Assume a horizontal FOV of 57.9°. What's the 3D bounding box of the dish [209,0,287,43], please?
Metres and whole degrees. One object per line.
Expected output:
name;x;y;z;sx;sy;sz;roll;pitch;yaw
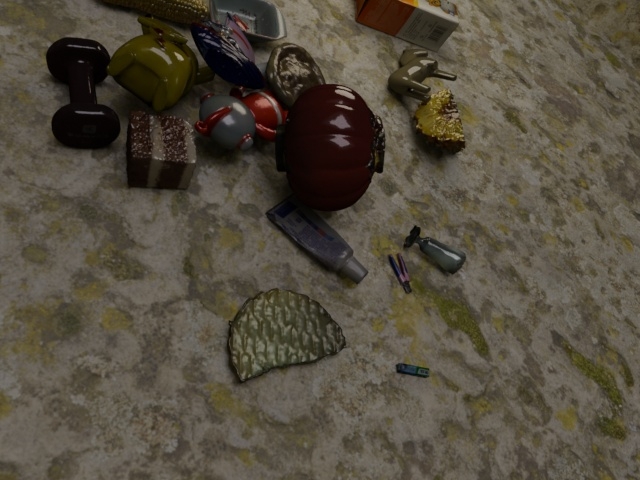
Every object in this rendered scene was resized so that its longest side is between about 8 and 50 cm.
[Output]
dish;-0.209;-0.621;1.647;0.234;0.064;0.154;5;60;-25

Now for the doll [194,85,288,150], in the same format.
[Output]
doll;-0.191;-0.297;1.418;0.200;0.105;0.336;50;34;5

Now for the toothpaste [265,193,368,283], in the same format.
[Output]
toothpaste;-0.001;0.000;1.403;0.282;0.068;0.099;41;21;11

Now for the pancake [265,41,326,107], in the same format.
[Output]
pancake;-0.059;-0.445;1.596;0.236;0.042;0.223;-31;97;-50

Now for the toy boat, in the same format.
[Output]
toy boat;-0.211;-0.476;1.464;0.219;0.072;0.318;49;25;-11

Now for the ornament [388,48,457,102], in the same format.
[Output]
ornament;0.309;-0.542;1.846;0.230;0.061;0.244;-39;50;-25

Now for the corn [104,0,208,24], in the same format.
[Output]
corn;-0.438;-0.638;1.513;0.291;0.101;0.101;11;58;-20

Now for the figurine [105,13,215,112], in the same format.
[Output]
figurine;-0.372;-0.411;1.338;0.218;0.169;0.327;41;11;-16

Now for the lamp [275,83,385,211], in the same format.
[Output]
lamp;0.023;-0.220;1.388;0.256;0.303;0.303;1;59;1

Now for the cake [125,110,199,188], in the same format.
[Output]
cake;-0.352;-0.196;1.278;0.147;0.134;0.135;1;64;-21

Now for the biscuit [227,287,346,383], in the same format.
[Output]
biscuit;-0.084;0.192;1.254;0.273;0.036;0.187;-7;66;-30

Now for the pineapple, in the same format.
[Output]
pineapple;0.362;-0.332;1.776;0.139;0.164;0.250;-13;58;9

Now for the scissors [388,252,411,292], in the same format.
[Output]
scissors;0.209;0.084;1.489;0.039;0.012;0.113;-6;66;-30

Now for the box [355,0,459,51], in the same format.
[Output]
box;0.286;-0.820;1.979;0.341;0.143;0.225;13;57;-23

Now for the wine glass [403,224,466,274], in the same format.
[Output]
wine glass;0.305;0.025;1.541;0.155;0.072;0.072;29;53;-10

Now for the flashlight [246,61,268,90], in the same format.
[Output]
flashlight;-0.153;-0.467;1.598;0.200;0.047;0.093;-19;73;-34

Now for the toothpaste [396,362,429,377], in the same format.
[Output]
toothpaste;0.218;0.306;1.361;0.083;0.017;0.020;15;56;-20

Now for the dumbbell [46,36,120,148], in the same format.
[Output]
dumbbell;-0.521;-0.322;1.267;0.140;0.124;0.226;-4;65;-29
